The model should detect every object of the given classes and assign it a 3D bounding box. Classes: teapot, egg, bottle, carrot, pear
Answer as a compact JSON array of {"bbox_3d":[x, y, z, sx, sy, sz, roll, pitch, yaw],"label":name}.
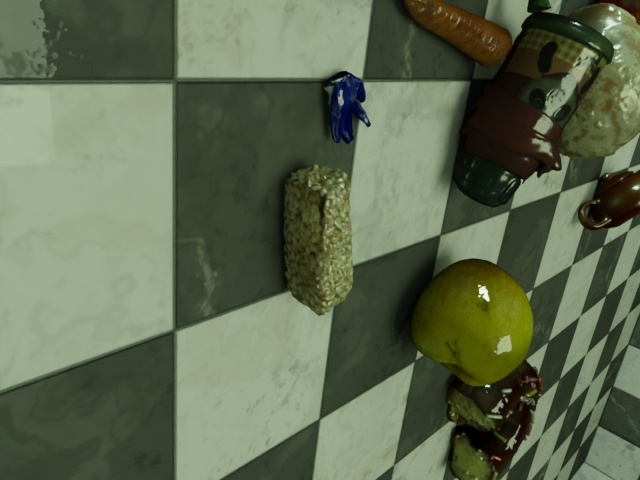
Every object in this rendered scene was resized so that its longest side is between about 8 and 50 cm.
[{"bbox_3d":[0.755,-0.108,1.395,0.252,0.135,0.178,-27,160,-15],"label":"teapot"},{"bbox_3d":[0.442,-0.255,0.891,0.203,0.203,0.245,-26,116,-38],"label":"egg"},{"bbox_3d":[0.299,-0.175,0.793,0.143,0.156,0.271,1,120,-55],"label":"bottle"},{"bbox_3d":[0.167,-0.272,0.688,0.224,0.057,0.057,0,110,-45],"label":"carrot"},{"bbox_3d":[0.250,0.133,0.890,0.200,0.200,0.200,-25,127,-38],"label":"pear"},{"bbox_3d":[0.297,-0.370,0.753,0.042,0.042,0.111,-2,87,-48],"label":"teapot"}]

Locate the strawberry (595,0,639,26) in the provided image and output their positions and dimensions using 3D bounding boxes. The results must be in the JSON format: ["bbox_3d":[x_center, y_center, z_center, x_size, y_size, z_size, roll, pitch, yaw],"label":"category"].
[{"bbox_3d":[0.618,-0.414,0.936,0.292,0.291,0.310,-67,159,3],"label":"strawberry"}]

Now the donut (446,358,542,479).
[{"bbox_3d":[0.404,0.393,1.248,0.259,0.136,0.345,-29,131,-32],"label":"donut"}]

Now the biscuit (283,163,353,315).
[{"bbox_3d":[0.000,0.000,0.616,0.070,0.082,0.169,-29,129,-39],"label":"biscuit"}]

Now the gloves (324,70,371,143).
[{"bbox_3d":[0.033,-0.150,0.616,0.064,0.026,0.086,-39,134,-32],"label":"gloves"}]
